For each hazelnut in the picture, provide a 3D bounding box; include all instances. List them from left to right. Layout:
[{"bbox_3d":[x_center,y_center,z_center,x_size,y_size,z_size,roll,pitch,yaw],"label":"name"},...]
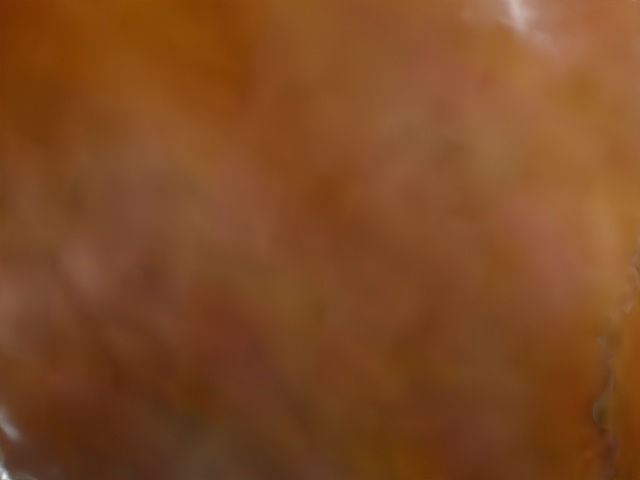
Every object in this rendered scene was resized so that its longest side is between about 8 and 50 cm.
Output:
[{"bbox_3d":[-0.003,-0.008,0.558,0.366,0.366,0.365,1,98,11],"label":"hazelnut"}]
